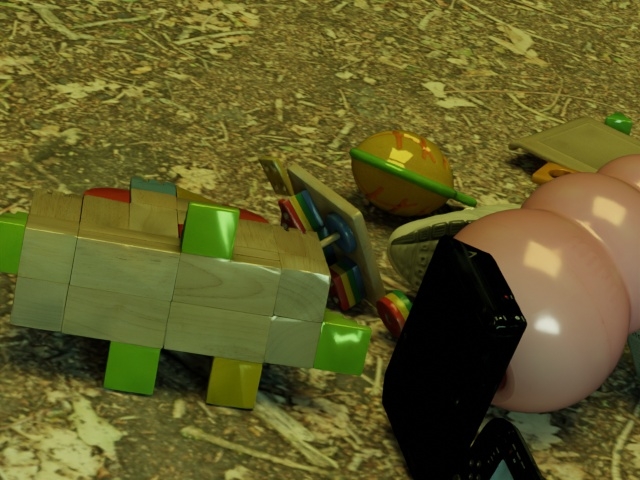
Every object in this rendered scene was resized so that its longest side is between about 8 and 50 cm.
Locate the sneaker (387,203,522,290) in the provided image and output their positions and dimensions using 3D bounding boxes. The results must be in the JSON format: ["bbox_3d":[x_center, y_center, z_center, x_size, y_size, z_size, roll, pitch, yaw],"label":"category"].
[{"bbox_3d":[0.185,0.012,1.973,0.297,0.111,0.129,2,20,-38],"label":"sneaker"}]

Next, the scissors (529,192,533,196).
[{"bbox_3d":[0.310,-0.039,2.098,0.109,0.021,0.297,13,5,10],"label":"scissors"}]

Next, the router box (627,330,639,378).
[{"bbox_3d":[0.514,0.096,1.744,0.301,0.082,0.335,-26,24,-14],"label":"router box"}]

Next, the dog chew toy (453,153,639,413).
[{"bbox_3d":[0.263,0.027,1.774,0.332,0.207,0.206,-36,51,-28],"label":"dog chew toy"}]

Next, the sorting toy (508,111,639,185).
[{"bbox_3d":[0.369,-0.101,2.316,0.196,0.047,0.347,25,28,32],"label":"sorting toy"}]

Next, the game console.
[{"bbox_3d":[0.145,0.181,1.509,0.044,0.213,0.361,1,40,-23],"label":"game console"}]

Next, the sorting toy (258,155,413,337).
[{"bbox_3d":[0.000,0.000,1.878,0.046,0.132,0.274,-31,40,-18],"label":"sorting toy"}]

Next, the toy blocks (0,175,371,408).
[{"bbox_3d":[-0.151,0.019,1.749,0.381,0.191,0.261,9,15,-9],"label":"toy blocks"}]

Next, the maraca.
[{"bbox_3d":[0.111,-0.075,2.099,0.127,0.099,0.185,30,7,41],"label":"maraca"}]
